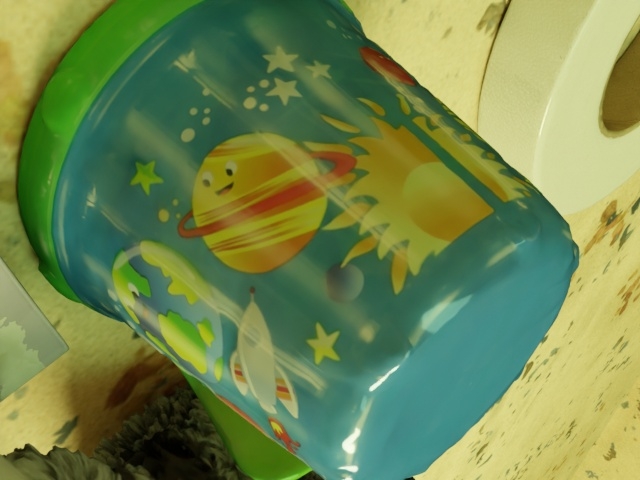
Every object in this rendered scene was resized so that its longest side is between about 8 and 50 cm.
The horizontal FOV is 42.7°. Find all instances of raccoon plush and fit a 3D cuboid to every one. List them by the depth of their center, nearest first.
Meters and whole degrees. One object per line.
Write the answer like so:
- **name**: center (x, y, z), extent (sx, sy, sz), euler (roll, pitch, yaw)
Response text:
- **raccoon plush**: center (-0.157, 0.247, 0.585), extent (0.299, 0.216, 0.446), euler (-47, 136, 13)

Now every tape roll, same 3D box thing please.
- **tape roll**: center (0.298, -0.202, 0.758), extent (0.392, 0.072, 0.392), euler (-33, 146, -26)

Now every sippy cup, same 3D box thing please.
- **sippy cup**: center (0.000, 0.000, 0.435), extent (0.240, 0.224, 0.305), euler (-45, 149, -10)

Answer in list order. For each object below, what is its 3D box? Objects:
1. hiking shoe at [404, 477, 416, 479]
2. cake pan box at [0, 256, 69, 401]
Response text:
- **hiking shoe**: center (0.013, 0.271, 0.867), extent (0.132, 0.113, 0.304), euler (-46, 148, -1)
- **cake pan box**: center (-0.252, 0.036, 0.300), extent (0.246, 0.070, 0.267), euler (-40, 149, -21)
